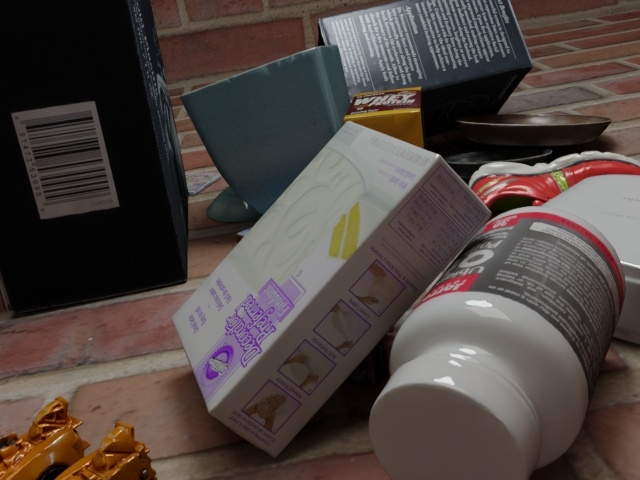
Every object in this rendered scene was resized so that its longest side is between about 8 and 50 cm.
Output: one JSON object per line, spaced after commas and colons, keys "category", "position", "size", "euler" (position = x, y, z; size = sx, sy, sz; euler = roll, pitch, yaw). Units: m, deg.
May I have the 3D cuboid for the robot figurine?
{"category": "robot figurine", "position": [-0.297, 0.254, 0.615], "size": [0.211, 0.085, 0.291], "euler": [7, 27, 36]}

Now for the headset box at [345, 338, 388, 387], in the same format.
{"category": "headset box", "position": [0.037, 0.128, 0.819], "size": [0.083, 0.062, 0.032], "euler": [4, 26, 31]}

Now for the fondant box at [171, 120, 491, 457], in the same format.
{"category": "fondant box", "position": [-0.006, 0.034, 0.796], "size": [0.330, 0.096, 0.238], "euler": [-49, 26, 0]}

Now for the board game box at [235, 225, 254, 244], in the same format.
{"category": "board game box", "position": [0.000, 0.000, 1.189], "size": [0.145, 0.027, 0.281], "euler": [-27, 28, -35]}

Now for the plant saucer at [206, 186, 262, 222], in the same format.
{"category": "plant saucer", "position": [-0.136, -0.089, 1.446], "size": [0.195, 0.037, 0.195], "euler": [-8, 21, 3]}

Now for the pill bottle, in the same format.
{"category": "pill bottle", "position": [0.172, 0.102, 0.679], "size": [0.176, 0.176, 0.318], "euler": [4, 26, 30]}

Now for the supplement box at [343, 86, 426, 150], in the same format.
{"category": "supplement box", "position": [0.126, -0.159, 1.307], "size": [0.129, 0.191, 0.194], "euler": [-4, 22, 10]}

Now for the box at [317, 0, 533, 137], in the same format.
{"category": "box", "position": [0.201, -0.359, 1.557], "size": [0.395, 0.212, 0.293], "euler": [-14, -12, -6]}

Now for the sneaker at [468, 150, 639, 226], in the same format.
{"category": "sneaker", "position": [0.373, -0.061, 1.139], "size": [0.279, 0.107, 0.118], "euler": [-6, 41, 15]}

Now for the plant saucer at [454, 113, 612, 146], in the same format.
{"category": "plant saucer", "position": [0.433, -0.229, 1.486], "size": [0.310, 0.050, 0.310], "euler": [-2, 13, 0]}

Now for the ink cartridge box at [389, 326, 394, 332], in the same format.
{"category": "ink cartridge box", "position": [0.035, 0.040, 0.964], "size": [0.198, 0.115, 0.067], "euler": [15, 32, 43]}

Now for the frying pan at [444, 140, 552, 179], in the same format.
{"category": "frying pan", "position": [0.311, -0.159, 1.418], "size": [0.197, 0.053, 0.326], "euler": [-10, 12, -18]}

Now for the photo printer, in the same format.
{"category": "photo printer", "position": [0.400, 0.004, 0.917], "size": [0.307, 0.107, 0.256], "euler": [-26, 28, -36]}

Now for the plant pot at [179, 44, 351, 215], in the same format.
{"category": "plant pot", "position": [-0.061, -0.185, 1.284], "size": [0.247, 0.252, 0.248], "euler": [-16, 12, 13]}

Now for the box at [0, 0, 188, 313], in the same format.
{"category": "box", "position": [-0.412, -0.206, 1.252], "size": [0.297, 0.480, 0.472], "euler": [-10, 23, -8]}

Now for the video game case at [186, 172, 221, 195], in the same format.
{"category": "video game case", "position": [-0.290, -0.127, 1.629], "size": [0.087, 0.011, 0.122], "euler": [2, 25, 24]}
